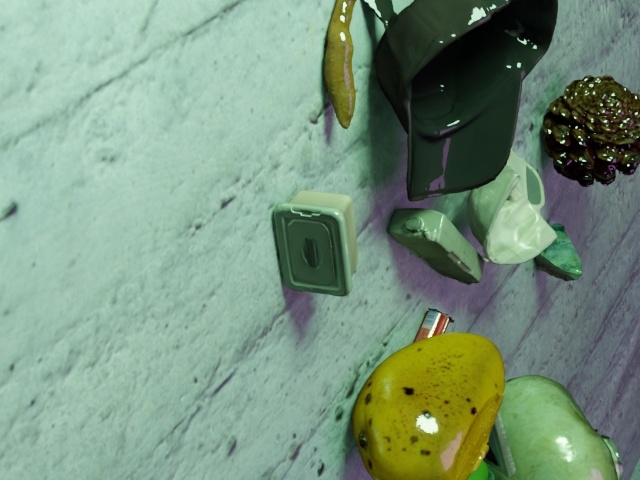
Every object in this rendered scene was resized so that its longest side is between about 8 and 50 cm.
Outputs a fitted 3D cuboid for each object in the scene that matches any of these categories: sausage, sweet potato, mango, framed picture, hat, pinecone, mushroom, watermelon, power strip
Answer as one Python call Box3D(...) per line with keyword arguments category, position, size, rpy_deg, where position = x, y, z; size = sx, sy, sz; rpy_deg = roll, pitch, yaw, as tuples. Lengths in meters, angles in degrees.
Box3D(category="sausage", position=(0.165, 0.180, 1.522), size=(0.050, 0.048, 0.145), rpy_deg=(39, 66, -32))
Box3D(category="sweet potato", position=(0.025, -0.223, 1.137), size=(0.044, 0.044, 0.179), rpy_deg=(-13, 106, -57))
Box3D(category="mango", position=(0.159, 0.240, 1.390), size=(0.290, 0.191, 0.160), rpy_deg=(-45, 144, -34))
Box3D(category="framed picture", position=(0.250, 0.279, 1.572), size=(0.015, 0.150, 0.203), rpy_deg=(-26, 113, -20))
Box3D(category="hat", position=(0.151, -0.229, 1.266), size=(0.238, 0.209, 0.336), rpy_deg=(-12, 131, -36))
Box3D(category="hat", position=(0.286, -0.088, 1.560), size=(0.164, 0.226, 0.219), rpy_deg=(-34, 138, 7))
Box3D(category="pinecone", position=(0.534, -0.201, 1.841), size=(0.221, 0.221, 0.221), rpy_deg=(-30, 126, -52))
Box3D(category="mushroom", position=(0.398, 0.413, 1.735), size=(0.260, 0.352, 0.352), rpy_deg=(-5, 110, -20))
Box3D(category="watermelon", position=(0.484, 0.035, 1.959), size=(0.180, 0.081, 0.094), rpy_deg=(-96, 166, -73))
Box3D(category="power strip", position=(0.190, 0.014, 1.466), size=(0.286, 0.080, 0.048), rpy_deg=(36, 69, -59))

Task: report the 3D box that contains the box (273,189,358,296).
Box3D(category="box", position=(0.000, 0.000, 1.139), size=(0.062, 0.089, 0.122), rpy_deg=(-54, 144, -51))

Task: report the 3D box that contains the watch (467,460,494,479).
Box3D(category="watch", position=(0.203, 0.415, 1.605), size=(0.152, 0.165, 0.131), rpy_deg=(50, 49, -30))
